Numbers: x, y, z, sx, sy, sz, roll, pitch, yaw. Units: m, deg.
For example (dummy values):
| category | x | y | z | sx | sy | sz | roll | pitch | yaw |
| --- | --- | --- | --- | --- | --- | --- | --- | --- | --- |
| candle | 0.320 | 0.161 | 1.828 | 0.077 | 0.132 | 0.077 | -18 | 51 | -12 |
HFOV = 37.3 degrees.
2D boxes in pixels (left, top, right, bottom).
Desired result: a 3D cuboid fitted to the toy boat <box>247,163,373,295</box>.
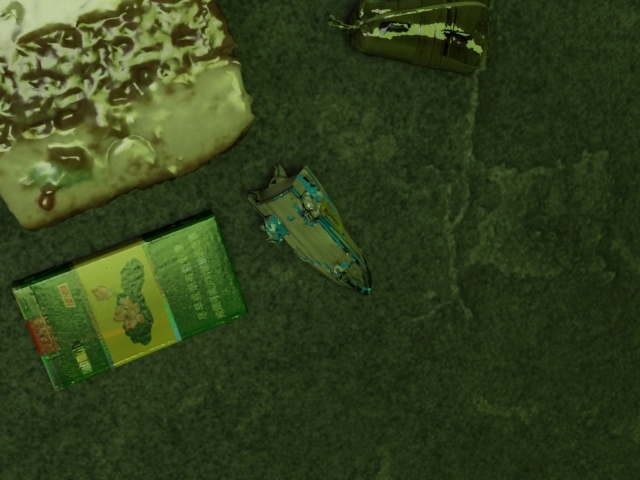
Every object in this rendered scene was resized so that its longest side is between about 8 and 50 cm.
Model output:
| category | x | y | z | sx | sy | sz | roll | pitch | yaw |
| --- | --- | --- | --- | --- | --- | --- | --- | --- | --- |
| toy boat | 0.000 | 0.000 | 1.113 | 0.084 | 0.066 | 0.210 | -25 | 126 | 24 |

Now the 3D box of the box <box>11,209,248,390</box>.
| category | x | y | z | sx | sy | sz | roll | pitch | yaw |
| --- | --- | --- | --- | --- | --- | --- | --- | --- | --- |
| box | -0.210 | 0.066 | 1.069 | 0.235 | 0.034 | 0.132 | -22 | 111 | -12 |

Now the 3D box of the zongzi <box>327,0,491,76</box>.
| category | x | y | z | sx | sy | sz | roll | pitch | yaw |
| --- | --- | --- | --- | --- | --- | --- | --- | --- | --- |
| zongzi | 0.106 | -0.288 | 1.076 | 0.189 | 0.081 | 0.178 | 10 | 80 | -7 |

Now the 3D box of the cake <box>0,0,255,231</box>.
| category | x | y | z | sx | sy | sz | roll | pitch | yaw |
| --- | --- | --- | --- | --- | --- | --- | --- | --- | --- |
| cake | -0.227 | -0.198 | 0.867 | 0.255 | 0.282 | 0.290 | -21 | 115 | -6 |
